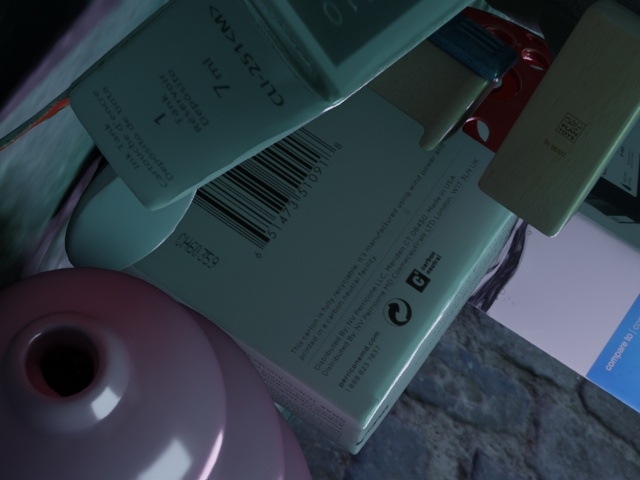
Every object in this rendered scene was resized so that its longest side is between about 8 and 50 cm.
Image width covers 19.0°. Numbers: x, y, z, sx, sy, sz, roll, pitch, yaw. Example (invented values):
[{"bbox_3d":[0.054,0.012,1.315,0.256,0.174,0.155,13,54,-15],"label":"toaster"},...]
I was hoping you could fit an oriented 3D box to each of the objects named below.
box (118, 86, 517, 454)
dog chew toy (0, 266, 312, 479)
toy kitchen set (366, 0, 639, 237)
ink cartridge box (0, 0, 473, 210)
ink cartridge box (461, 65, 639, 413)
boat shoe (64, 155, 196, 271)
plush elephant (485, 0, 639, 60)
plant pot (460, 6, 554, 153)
[{"bbox_3d":[0.000,0.000,1.140,0.181,0.182,0.119,-55,173,-12],"label":"box"},{"bbox_3d":[-0.106,0.116,0.938,0.206,0.207,0.332,-53,165,-20],"label":"dog chew toy"},{"bbox_3d":[0.100,-0.129,1.090,0.122,0.207,0.166,-59,171,27],"label":"toy kitchen set"},{"bbox_3d":[0.015,-0.104,0.721,0.275,0.060,0.239,-40,-173,-33],"label":"ink cartridge box"},{"bbox_3d":[0.257,-0.029,1.996,0.166,0.395,0.285,-62,172,31],"label":"ink cartridge box"},{"bbox_3d":[-0.080,-0.045,0.936,0.142,0.049,0.040,-53,-146,20],"label":"boat shoe"},{"bbox_3d":[0.217,-0.226,1.175,0.255,0.271,0.330,-29,-167,-19],"label":"plush elephant"},{"bbox_3d":[0.079,-0.081,1.356,0.191,0.174,0.191,-55,174,-9],"label":"plant pot"}]
